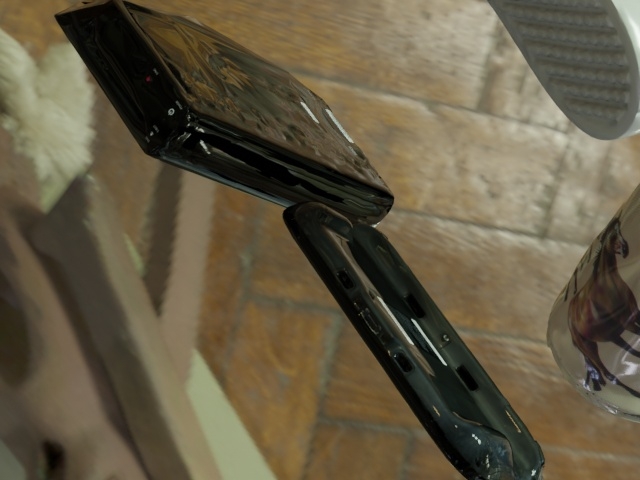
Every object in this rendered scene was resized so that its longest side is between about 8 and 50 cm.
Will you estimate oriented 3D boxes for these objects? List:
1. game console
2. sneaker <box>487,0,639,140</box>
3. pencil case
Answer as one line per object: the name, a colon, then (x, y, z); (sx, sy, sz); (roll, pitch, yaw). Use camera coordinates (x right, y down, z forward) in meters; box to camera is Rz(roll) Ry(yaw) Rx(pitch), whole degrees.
game console: (0.000, 0.000, 1.025); (0.044, 0.361, 0.213); (-46, 147, 17)
sneaker: (0.139, -0.187, 0.918); (0.161, 0.102, 0.282); (-21, 75, -25)
pencil case: (0.344, -0.027, 1.418); (0.183, 0.160, 0.410); (8, 137, -24)
